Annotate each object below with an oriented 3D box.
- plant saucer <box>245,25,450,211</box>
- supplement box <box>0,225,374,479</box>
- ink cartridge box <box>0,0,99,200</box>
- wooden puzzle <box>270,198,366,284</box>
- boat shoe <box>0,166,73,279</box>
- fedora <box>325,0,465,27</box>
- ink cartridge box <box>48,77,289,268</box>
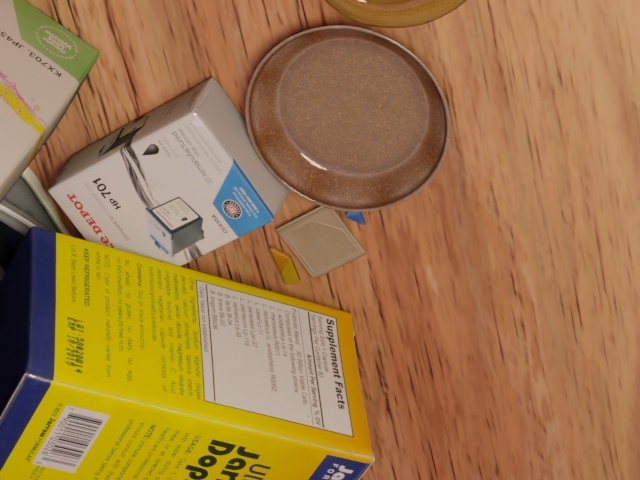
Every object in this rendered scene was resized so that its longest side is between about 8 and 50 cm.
[{"bbox_3d":[0.028,-0.121,1.633,0.199,0.036,0.198,6,123,10],"label":"plant saucer"},{"bbox_3d":[-0.154,0.159,1.685,0.357,0.194,0.195,17,130,-22],"label":"supplement box"},{"bbox_3d":[-0.360,-0.114,1.542,0.207,0.353,0.119,34,123,-8],"label":"ink cartridge box"},{"bbox_3d":[0.000,0.000,1.728,0.116,0.014,0.078,-20,119,24],"label":"wooden puzzle"},{"bbox_3d":[-0.283,0.050,1.777,0.116,0.099,0.319,-25,112,26],"label":"boat shoe"},{"bbox_3d":[0.070,-0.284,1.496,0.194,0.079,0.194,4,117,7],"label":"fedora"},{"bbox_3d":[-0.149,-0.053,1.692,0.191,0.082,0.139,-27,112,25],"label":"ink cartridge box"}]
